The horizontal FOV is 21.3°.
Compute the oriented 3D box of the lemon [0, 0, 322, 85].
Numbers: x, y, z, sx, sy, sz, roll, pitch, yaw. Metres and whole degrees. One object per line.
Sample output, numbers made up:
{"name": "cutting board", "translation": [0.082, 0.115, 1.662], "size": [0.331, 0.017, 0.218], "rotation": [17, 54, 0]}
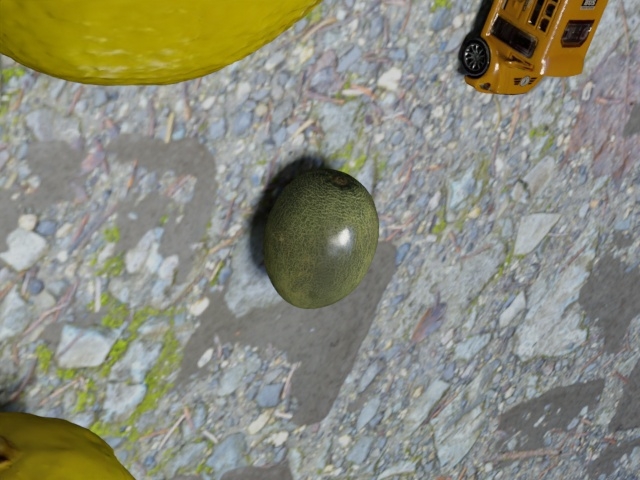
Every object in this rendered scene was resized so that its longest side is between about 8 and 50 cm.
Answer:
{"name": "lemon", "translation": [-0.109, -0.242, 0.943], "size": [0.364, 0.364, 0.364], "rotation": [-27, 139, -27]}

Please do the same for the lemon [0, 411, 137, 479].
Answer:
{"name": "lemon", "translation": [-0.249, 0.278, 1.300], "size": [0.297, 0.297, 0.297], "rotation": [-27, 139, -27]}

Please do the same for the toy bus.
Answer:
{"name": "toy bus", "translation": [0.200, -0.207, 1.488], "size": [0.083, 0.088, 0.194], "rotation": [-8, 127, -43]}

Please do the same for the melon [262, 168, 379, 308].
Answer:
{"name": "melon", "translation": [0.000, 0.000, 1.460], "size": [0.098, 0.098, 0.130], "rotation": [-16, 133, -37]}
